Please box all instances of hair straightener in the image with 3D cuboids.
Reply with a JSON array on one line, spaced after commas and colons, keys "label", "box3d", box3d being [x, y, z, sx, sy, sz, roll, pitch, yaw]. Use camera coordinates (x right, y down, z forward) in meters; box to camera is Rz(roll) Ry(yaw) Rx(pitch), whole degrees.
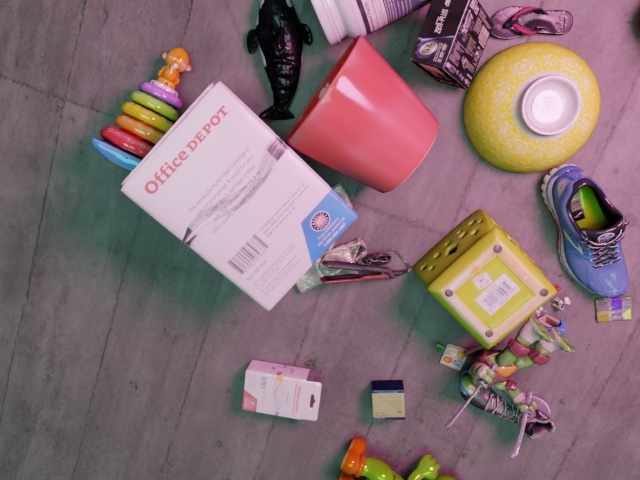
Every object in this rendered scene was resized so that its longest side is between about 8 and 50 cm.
[{"label": "hair straightener", "box3d": [0.113, 0.056, 1.190, 0.230, 0.047, 0.089, 0, 104, -14]}]

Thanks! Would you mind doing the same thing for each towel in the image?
[{"label": "towel", "box3d": [0.705, 0.167, 1.201, 0.083, 0.009, 0.060, -5, 100, 7]}]

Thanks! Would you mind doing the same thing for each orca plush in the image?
[{"label": "orca plush", "box3d": [-0.106, -0.417, 1.114, 0.151, 0.102, 0.288, 14, 103, 3]}]

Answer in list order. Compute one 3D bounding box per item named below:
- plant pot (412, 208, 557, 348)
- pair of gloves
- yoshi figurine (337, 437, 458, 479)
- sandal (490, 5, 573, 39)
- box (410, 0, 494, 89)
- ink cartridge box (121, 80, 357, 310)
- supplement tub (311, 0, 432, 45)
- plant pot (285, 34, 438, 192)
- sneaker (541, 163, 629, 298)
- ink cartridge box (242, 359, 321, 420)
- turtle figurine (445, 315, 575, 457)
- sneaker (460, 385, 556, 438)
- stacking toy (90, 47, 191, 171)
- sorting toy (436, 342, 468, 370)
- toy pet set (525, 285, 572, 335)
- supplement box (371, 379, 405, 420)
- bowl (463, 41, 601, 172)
[{"label": "plant pot", "box3d": [0.368, 0.092, 1.120, 0.228, 0.207, 0.227, -44, 94, 11]}, {"label": "pair of gloves", "box3d": [0.000, 0.000, 1.222, 0.204, 0.042, 0.240, -17, 100, 9]}, {"label": "yoshi figurine", "box3d": [0.228, 0.652, 1.297, 0.361, 0.204, 0.203, 21, 63, 15]}, {"label": "sandal", "box3d": [0.455, -0.474, 1.076, 0.179, 0.040, 0.067, 0, 102, 6]}, {"label": "box", "box3d": [0.274, -0.412, 1.030, 0.077, 0.180, 0.148, 27, 106, 28]}, {"label": "ink cartridge box", "box3d": [-0.165, -0.094, 1.065, 0.395, 0.166, 0.285, 43, 93, -18]}, {"label": "supplement tub", "box3d": [0.110, -0.539, 1.021, 0.272, 0.191, 0.191, -23, 99, 10]}, {"label": "plant pot", "box3d": [0.096, -0.245, 1.060, 0.243, 0.275, 0.275, 35, 103, -13]}, {"label": "sneaker", "box3d": [0.598, -0.005, 1.103, 0.129, 0.147, 0.330, -28, 104, 11]}, {"label": "ink cartridge box", "box3d": [-0.096, 0.391, 1.301, 0.198, 0.067, 0.116, 9, 103, 6]}, {"label": "turtle figurine", "box3d": [0.437, 0.318, 1.112, 0.197, 0.275, 0.266, 39, 114, 0]}, {"label": "sneaker", "box3d": [0.463, 0.411, 1.214, 0.228, 0.132, 0.086, 15, 103, 2]}, {"label": "stacking toy", "box3d": [-0.385, -0.306, 1.154, 0.175, 0.166, 0.302, 24, 92, -16]}, {"label": "sorting toy", "box3d": [0.327, 0.292, 1.264, 0.083, 0.012, 0.062, 21, 103, 1]}, {"label": "toy pet set", "box3d": [0.541, 0.184, 1.169, 0.122, 0.065, 0.114, -21, 121, -24]}, {"label": "supplement box", "box3d": [0.174, 0.409, 1.282, 0.083, 0.056, 0.083, -3, 101, 6]}, {"label": "bowl", "box3d": [0.464, -0.282, 1.058, 0.289, 0.156, 0.290, 1, 101, 5]}]
